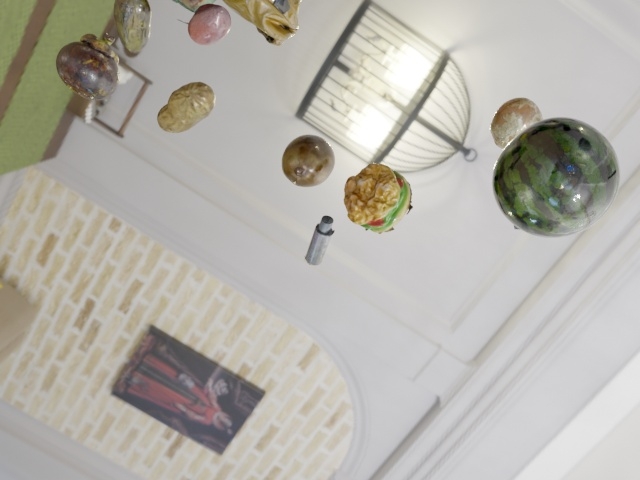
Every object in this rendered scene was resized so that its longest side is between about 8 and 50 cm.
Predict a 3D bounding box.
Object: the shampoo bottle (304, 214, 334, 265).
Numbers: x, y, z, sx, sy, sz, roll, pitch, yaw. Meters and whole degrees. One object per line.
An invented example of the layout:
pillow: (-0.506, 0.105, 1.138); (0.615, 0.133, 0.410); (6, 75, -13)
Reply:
shampoo bottle: (0.000, 0.000, 1.946); (0.072, 0.072, 0.214); (-64, 176, -46)

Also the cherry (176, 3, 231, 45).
cherry: (-0.267, -0.519, 1.313); (0.106, 0.087, 0.126); (-46, -135, -4)

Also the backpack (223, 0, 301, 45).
backpack: (-0.200, -0.770, 1.657); (0.201, 0.353, 0.378); (-45, -153, 16)

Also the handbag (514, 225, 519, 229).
handbag: (0.642, -0.153, 1.683); (0.088, 0.270, 0.175); (-2, -135, 31)

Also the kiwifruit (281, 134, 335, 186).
kiwifruit: (-0.047, -0.292, 2.006); (0.196, 0.196, 0.234); (-53, -179, 30)

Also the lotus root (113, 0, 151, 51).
lotus root: (-0.481, -0.565, 1.389); (0.179, 0.089, 0.081); (116, -40, -51)

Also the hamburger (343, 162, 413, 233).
hamburger: (0.169, -0.146, 1.767); (0.237, 0.148, 0.237); (-17, -117, 37)

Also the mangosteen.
mangosteen: (-0.716, -0.557, 1.715); (0.217, 0.192, 0.192); (-61, -172, -16)

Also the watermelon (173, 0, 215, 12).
watermelon: (-0.386, -0.737, 1.412); (0.292, 0.318, 0.222); (50, -38, 40)

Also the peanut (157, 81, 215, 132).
peanut: (-0.366, -0.355, 1.460); (0.225, 0.108, 0.095); (-19, -106, 47)

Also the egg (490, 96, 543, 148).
egg: (0.750, -0.444, 2.078); (0.233, 0.194, 0.195); (81, 31, -50)

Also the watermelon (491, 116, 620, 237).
watermelon: (0.553, -0.148, 1.287); (0.285, 0.285, 0.285); (-56, -173, 10)
